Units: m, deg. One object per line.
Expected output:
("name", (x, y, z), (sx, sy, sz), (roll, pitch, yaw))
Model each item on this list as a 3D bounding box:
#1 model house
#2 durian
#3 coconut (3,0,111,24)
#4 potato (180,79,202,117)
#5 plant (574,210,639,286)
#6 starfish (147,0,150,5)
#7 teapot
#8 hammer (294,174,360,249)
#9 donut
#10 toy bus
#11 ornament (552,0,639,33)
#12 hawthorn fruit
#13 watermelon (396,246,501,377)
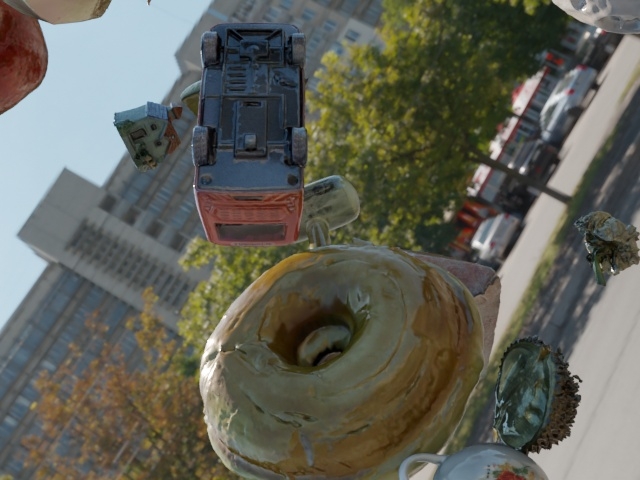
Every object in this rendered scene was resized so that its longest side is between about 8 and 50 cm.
("model house", (-0.370, -0.246, 1.745), (0.148, 0.119, 0.148), (-25, -57, -2))
("durian", (0.291, 0.221, 1.043), (0.188, 0.091, 0.148), (-60, 29, 32))
("coconut", (-0.443, -0.477, 1.302), (0.197, 0.237, 0.237), (24, -84, -58))
("potato", (-0.140, -0.307, 1.802), (0.269, 0.255, 0.112), (45, -133, -41))
("plant", (0.458, 0.020, 1.268), (0.122, 0.116, 0.104), (-50, -11, -30))
("starfish", (-0.320, -0.500, 1.516), (0.092, 0.086, 0.016), (-61, -28, -6))
("teapot", (0.205, 0.307, 0.975), (0.145, 0.226, 0.092), (112, 169, -46))
("hammer", (0.000, 0.000, 1.565), (0.305, 0.202, 0.113), (-105, -11, -48))
("donut", (0.023, 0.178, 1.154), (0.449, 0.449, 0.198), (-56, -44, -28))
("toy bus", (-0.122, -0.207, 1.456), (0.233, 0.203, 0.427), (93, 176, -55))
("ornament", (0.485, -0.477, 1.184), (0.337, 0.337, 0.337), (-58, -10, -16))
("hawthorn fruit", (-0.676, -0.381, 1.518), (0.284, 0.284, 0.284), (-58, -10, -16))
("watermelon", (0.245, 0.137, 1.516), (0.250, 0.292, 0.283), (24, -123, -57))
